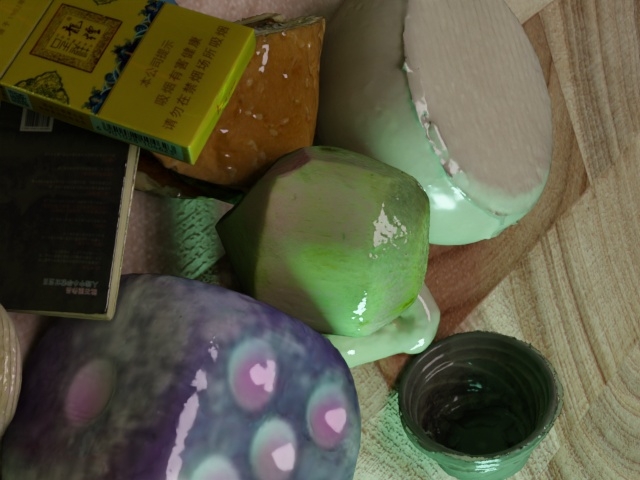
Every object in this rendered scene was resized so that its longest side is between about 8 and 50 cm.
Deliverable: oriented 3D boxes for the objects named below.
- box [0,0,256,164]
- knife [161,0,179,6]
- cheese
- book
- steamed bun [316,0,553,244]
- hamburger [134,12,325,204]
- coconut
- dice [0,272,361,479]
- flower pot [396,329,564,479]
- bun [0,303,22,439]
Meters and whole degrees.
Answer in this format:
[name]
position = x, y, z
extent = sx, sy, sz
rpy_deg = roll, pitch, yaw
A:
[box]
position = -0.219, -0.182, 1.159
extent = 0.041, 0.279, 0.153
rpy_deg = 88, 24, -61
[knife]
position = -0.145, -0.245, 1.407
extent = 0.244, 0.032, 0.058
rpy_deg = 37, 57, -45
[cheese]
position = 0.018, 0.075, 1.489
extent = 0.174, 0.251, 0.248
rpy_deg = 64, 10, -7
[book]
position = -0.265, -0.039, 1.172
extent = 0.024, 0.160, 0.228
rpy_deg = 36, 59, -71
[steamed bun]
position = 0.131, -0.171, 1.540
extent = 0.374, 0.241, 0.374
rpy_deg = 18, 65, -45
[hamburger]
position = -0.105, -0.134, 1.335
extent = 0.330, 0.162, 0.209
rpy_deg = -31, 116, -44
[coconut]
position = 0.000, 0.000, 1.261
extent = 0.236, 0.236, 0.205
rpy_deg = 0, 102, -48
[dice]
position = -0.141, 0.203, 1.204
extent = 0.271, 0.270, 0.270
rpy_deg = 36, 64, -41
[flower pot]
position = 0.229, 0.256, 1.676
extent = 0.235, 0.235, 0.141
rpy_deg = -53, 145, -35
[bun]
position = -0.376, 0.132, 1.066
extent = 0.237, 0.116, 0.210
rpy_deg = 1, 84, -62
